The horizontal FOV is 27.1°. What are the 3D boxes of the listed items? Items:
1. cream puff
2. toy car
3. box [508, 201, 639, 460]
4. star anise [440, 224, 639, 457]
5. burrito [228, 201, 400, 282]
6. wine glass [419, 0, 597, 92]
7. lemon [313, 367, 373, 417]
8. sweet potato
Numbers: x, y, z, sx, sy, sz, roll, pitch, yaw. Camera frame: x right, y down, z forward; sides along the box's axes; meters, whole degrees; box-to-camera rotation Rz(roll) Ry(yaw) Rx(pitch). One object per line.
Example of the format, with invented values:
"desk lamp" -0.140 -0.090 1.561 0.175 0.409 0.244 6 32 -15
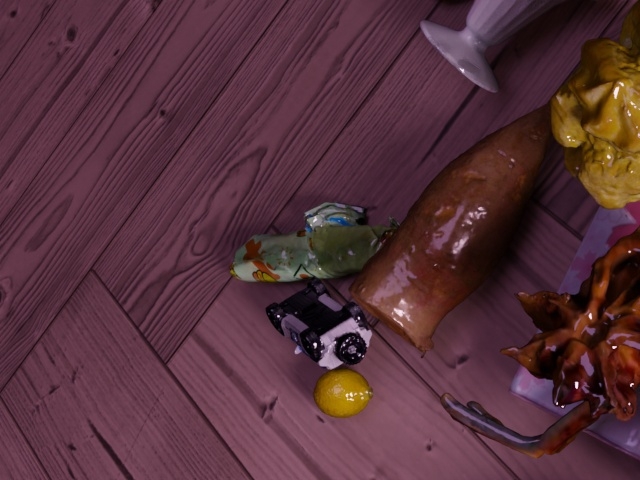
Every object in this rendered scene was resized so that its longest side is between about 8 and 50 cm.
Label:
"cream puff" 0.324 -0.134 1.296 0.221 0.195 0.195 -55 47 9
"toy car" 0.004 0.110 1.643 0.080 0.070 0.171 -30 27 -16
"box" 0.358 0.036 1.375 0.190 0.112 0.369 24 88 42
"star anise" 0.257 0.105 1.265 0.346 0.148 0.237 -31 29 29
"burrito" 0.000 0.000 1.726 0.288 0.054 0.104 -5 66 39
"wine glass" 0.229 -0.289 1.596 0.196 0.165 0.165 -49 48 18
"lemon" 0.028 0.185 1.612 0.083 0.062 0.062 -2 70 33
"sweet potato" 0.171 -0.026 1.549 0.336 0.131 0.131 -52 48 11
